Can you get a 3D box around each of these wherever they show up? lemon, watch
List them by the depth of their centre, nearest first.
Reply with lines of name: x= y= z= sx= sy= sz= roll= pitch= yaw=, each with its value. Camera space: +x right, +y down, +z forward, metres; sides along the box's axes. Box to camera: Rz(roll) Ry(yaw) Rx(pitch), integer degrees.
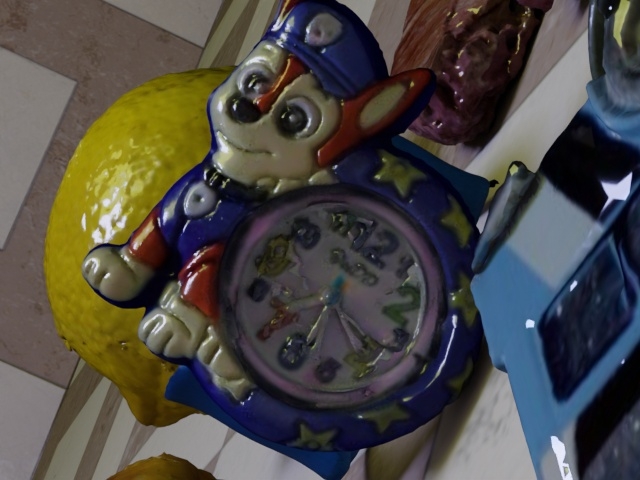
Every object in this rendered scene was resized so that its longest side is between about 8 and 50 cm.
watch: x=0.001 y=0.010 z=0.941 sx=0.196 sy=0.171 sz=0.200 roll=-54 pitch=-2 yaw=-2
lemon: x=-0.063 y=0.000 z=1.168 sx=0.192 sy=0.192 sz=0.231 roll=159 pitch=133 yaw=-77

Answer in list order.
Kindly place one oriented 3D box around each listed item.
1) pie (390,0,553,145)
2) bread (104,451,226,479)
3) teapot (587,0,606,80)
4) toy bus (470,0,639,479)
pie: x=0.102 y=-0.154 z=1.062 sx=0.218 sy=0.054 sz=0.204 roll=-59 pitch=11 yaw=30
bread: x=-0.093 y=0.249 z=0.962 sx=0.185 sy=0.109 sz=0.380 roll=-62 pitch=11 yaw=14
teapot: x=0.136 y=-0.079 z=0.527 sx=0.108 sy=0.111 sz=0.149 roll=-54 pitch=-12 yaw=-72
toy bus: x=0.142 y=-0.046 z=0.376 sx=0.131 sy=0.106 sz=0.297 roll=-98 pitch=31 yaw=-44
